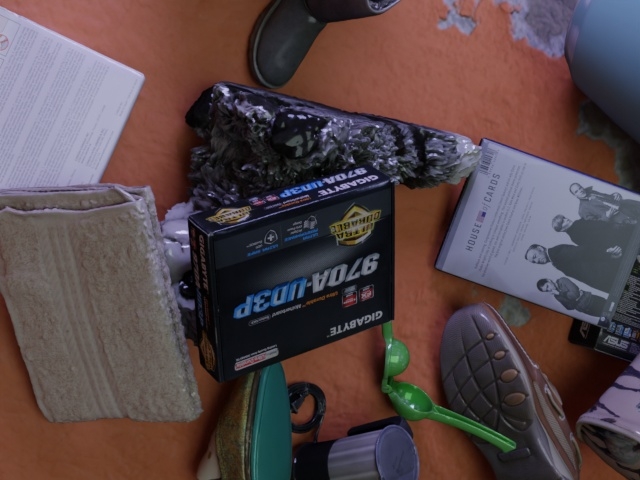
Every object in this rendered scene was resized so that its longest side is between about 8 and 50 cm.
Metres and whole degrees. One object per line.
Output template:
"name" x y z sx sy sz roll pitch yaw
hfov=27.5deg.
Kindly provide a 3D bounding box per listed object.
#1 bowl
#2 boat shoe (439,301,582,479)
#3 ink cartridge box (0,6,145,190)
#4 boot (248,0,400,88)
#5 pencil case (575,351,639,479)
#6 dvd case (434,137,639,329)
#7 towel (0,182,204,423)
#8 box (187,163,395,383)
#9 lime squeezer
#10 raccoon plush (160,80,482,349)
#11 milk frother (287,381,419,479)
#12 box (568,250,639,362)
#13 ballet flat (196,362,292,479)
"bowl" 0.421 -0.278 1.657 0.311 0.163 0.311 -51 157 -31
"boat shoe" 0.254 0.219 1.717 0.116 0.123 0.324 -45 117 -53
"ink cartridge box" -0.323 -0.141 1.387 0.225 0.056 0.181 25 85 -10
"boot" 0.015 -0.253 1.451 0.076 0.208 0.189 23 87 -34
"pencil case" 0.537 0.167 1.743 0.410 0.183 0.160 -42 138 -17
"dvd case" 0.286 -0.008 1.665 0.239 0.029 0.179 20 98 -2
"towel" -0.236 0.072 1.369 0.049 0.187 0.282 -57 140 -59
"box" -0.026 0.032 1.348 0.220 0.051 0.175 -17 122 -28
"lime squeezer" 0.120 0.162 1.633 0.310 0.110 0.059 58 36 -15
"raccoon plush" 0.000 0.000 1.495 0.446 0.216 0.299 9 100 -30
"milk frother" 0.029 0.239 1.571 0.143 0.135 0.129 47 43 -29
"box" 0.496 0.080 1.848 0.270 0.060 0.216 18 88 -30
"ballet flat" -0.088 0.307 1.529 0.123 0.123 0.348 -6 87 -28
